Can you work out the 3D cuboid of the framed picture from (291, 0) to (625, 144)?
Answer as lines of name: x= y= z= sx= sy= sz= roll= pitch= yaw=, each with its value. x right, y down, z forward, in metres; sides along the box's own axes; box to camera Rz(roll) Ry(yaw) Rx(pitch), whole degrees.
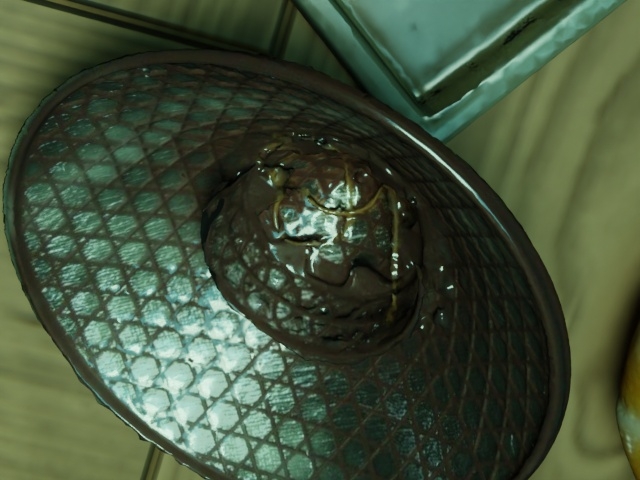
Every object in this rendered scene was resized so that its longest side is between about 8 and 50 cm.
framed picture: x=0.085 y=-0.205 z=0.530 sx=0.315 sy=0.024 sz=0.232 roll=-37 pitch=109 yaw=6

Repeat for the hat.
hat: x=0.000 y=0.000 z=0.559 sx=0.193 sy=0.082 sz=0.193 roll=17 pitch=135 yaw=18

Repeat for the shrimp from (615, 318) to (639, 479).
shrimp: x=0.198 y=0.003 z=0.597 sx=0.150 sy=0.068 sz=0.249 roll=17 pitch=110 yaw=-26
